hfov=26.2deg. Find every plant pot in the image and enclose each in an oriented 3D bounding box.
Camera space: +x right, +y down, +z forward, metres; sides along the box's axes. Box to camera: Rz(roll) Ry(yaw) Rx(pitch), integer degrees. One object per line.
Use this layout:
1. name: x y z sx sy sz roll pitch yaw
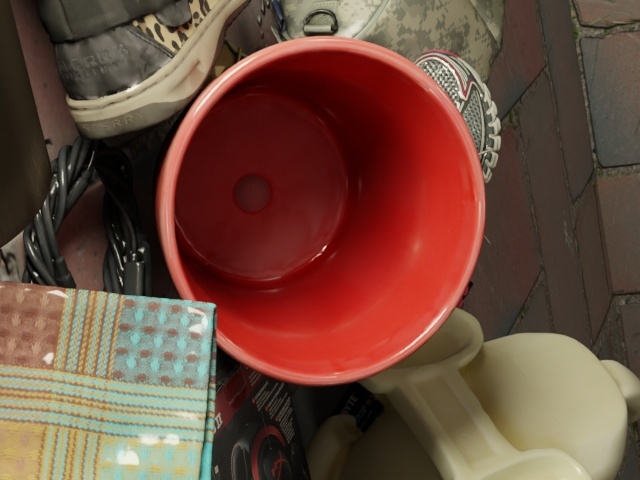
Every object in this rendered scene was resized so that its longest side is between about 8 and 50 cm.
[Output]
1. plant pot: -0.029 -0.034 1.178 0.243 0.275 0.275 -158 -123 -71

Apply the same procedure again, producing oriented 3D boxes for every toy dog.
1. toy dog: 0.124 0.271 1.458 0.395 0.284 0.408 -22 150 -39

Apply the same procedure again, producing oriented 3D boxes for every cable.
1. cable: -0.192 -0.002 1.115 0.150 0.047 0.184 1 87 -63

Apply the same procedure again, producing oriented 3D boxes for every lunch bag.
1. lunch bag: 0.073 -0.253 1.586 0.305 0.212 0.256 47 46 -52

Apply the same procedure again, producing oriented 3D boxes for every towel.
1. towel: -0.197 0.202 0.809 0.040 0.271 0.370 136 -41 -67

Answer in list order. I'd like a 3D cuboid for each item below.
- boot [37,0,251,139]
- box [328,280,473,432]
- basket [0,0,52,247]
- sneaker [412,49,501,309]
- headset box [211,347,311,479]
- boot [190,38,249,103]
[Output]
1. boot: -0.170 -0.287 1.102 0.377 0.138 0.284 -74 145 -50
2. box: 0.094 0.136 1.635 0.175 0.051 0.220 -59 171 25
3. basket: -0.253 -0.101 0.811 0.227 0.204 0.154 74 25 -48
4. sneaker: 0.113 -0.061 1.426 0.112 0.121 0.299 35 57 -58
5. headset box: -0.098 0.220 1.193 0.218 0.110 0.293 -50 131 -61
6. boot: -0.044 -0.157 1.337 0.213 0.165 0.077 61 31 -48
